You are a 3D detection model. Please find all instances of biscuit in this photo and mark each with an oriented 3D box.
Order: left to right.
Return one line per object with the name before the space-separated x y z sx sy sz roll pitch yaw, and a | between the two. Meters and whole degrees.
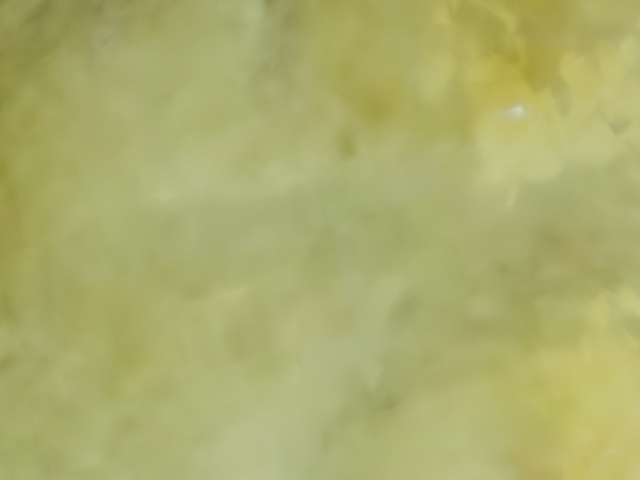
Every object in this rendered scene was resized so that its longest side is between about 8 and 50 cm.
biscuit | 0.000 0.000 0.507 0.429 0.104 0.446 -12 71 14
